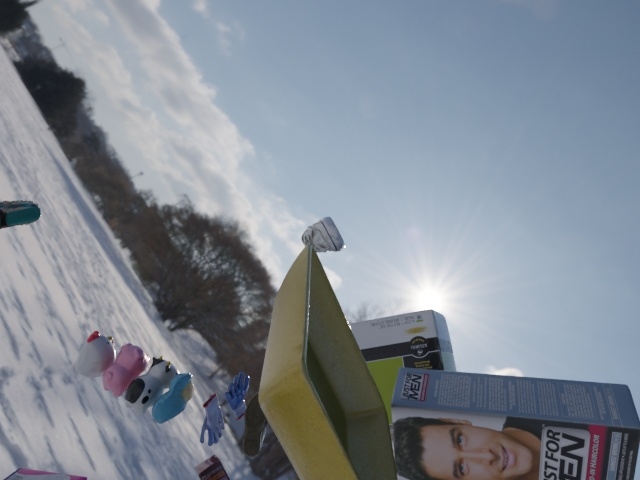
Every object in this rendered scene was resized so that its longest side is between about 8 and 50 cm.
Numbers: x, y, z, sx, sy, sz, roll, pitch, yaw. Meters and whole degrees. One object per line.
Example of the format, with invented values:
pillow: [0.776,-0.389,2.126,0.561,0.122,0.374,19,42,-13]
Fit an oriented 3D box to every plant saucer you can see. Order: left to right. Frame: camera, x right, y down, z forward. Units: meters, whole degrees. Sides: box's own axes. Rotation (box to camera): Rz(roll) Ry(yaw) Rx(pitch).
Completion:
plant saucer: [0.012,0.214,0.750,0.332,0.081,0.332,-91,158,-68]

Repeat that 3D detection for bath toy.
bath toy: [-0.497,0.338,1.510,0.348,0.151,0.129,20,-66,25]

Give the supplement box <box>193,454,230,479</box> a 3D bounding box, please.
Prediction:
supplement box: [-0.322,0.797,1.836,0.188,0.081,0.104,63,-22,-1]

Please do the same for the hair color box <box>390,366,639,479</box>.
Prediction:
hair color box: [0.315,0.333,0.971,0.375,0.113,0.185,1,-66,17]

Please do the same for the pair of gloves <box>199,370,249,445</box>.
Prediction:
pair of gloves: [-0.248,0.443,1.504,0.023,0.198,0.159,17,-54,28]

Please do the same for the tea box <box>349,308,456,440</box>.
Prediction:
tea box: [0.202,0.383,1.598,0.220,0.329,0.323,31,49,-65]

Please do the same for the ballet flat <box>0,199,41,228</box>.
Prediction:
ballet flat: [-0.914,-0.073,1.619,0.077,0.241,0.091,18,-77,30]

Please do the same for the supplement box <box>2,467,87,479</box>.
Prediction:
supplement box: [-0.771,0.717,1.587,0.111,0.220,0.113,-31,121,-75]

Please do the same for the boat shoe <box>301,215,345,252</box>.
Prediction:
boat shoe: [0.000,0.000,1.299,0.083,0.076,0.226,62,-6,0]

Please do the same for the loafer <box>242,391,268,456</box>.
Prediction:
loafer: [-0.153,0.433,1.361,0.056,0.148,0.050,12,-8,7]
